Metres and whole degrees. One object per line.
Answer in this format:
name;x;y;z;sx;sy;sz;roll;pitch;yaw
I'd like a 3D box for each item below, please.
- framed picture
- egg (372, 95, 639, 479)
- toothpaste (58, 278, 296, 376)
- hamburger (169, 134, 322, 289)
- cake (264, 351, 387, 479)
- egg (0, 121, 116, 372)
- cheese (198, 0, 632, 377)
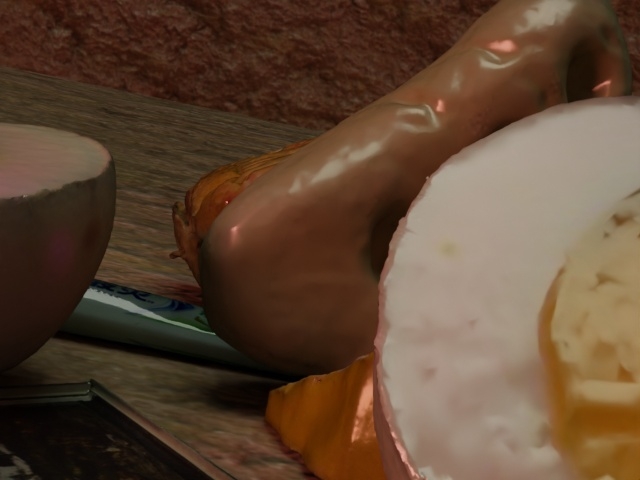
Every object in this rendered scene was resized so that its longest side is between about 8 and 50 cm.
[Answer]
framed picture;-0.148;0.132;0.766;0.232;0.019;0.296;2;14;-41
egg;0.172;0.105;0.722;0.337;0.201;0.337;3;51;-4
toothpaste;-0.127;0.065;1.083;0.297;0.048;0.075;13;12;-6
hamburger;-0.001;-0.001;1.182;0.330;0.162;0.209;-8;14;18
cake;0.021;0.097;0.896;0.079;0.116;0.185;10;15;-15
egg;-0.236;0.016;0.890;0.206;0.162;0.271;-6;18;-27
cheese;0.071;-0.040;1.021;0.328;0.351;0.129;4;6;-22
